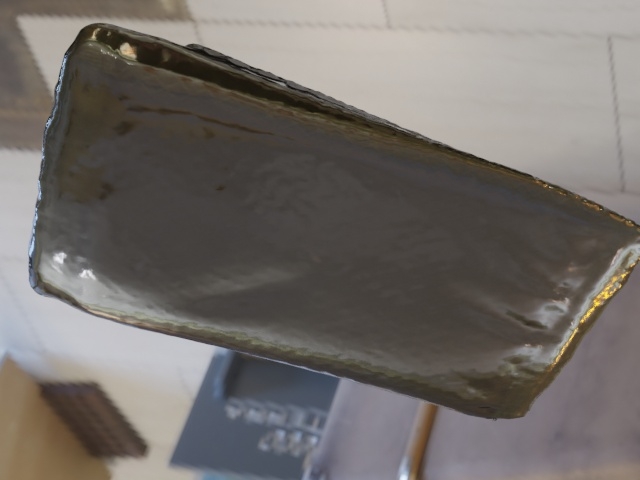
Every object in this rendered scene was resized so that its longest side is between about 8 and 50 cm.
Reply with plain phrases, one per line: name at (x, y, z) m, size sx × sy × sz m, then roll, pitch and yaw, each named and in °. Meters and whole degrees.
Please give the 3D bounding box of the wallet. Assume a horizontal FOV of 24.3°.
wallet at (0.000, 0.000, 0.637) m, size 0.245 × 0.052 × 0.168 m, roll 18°, pitch 141°, yaw -6°
